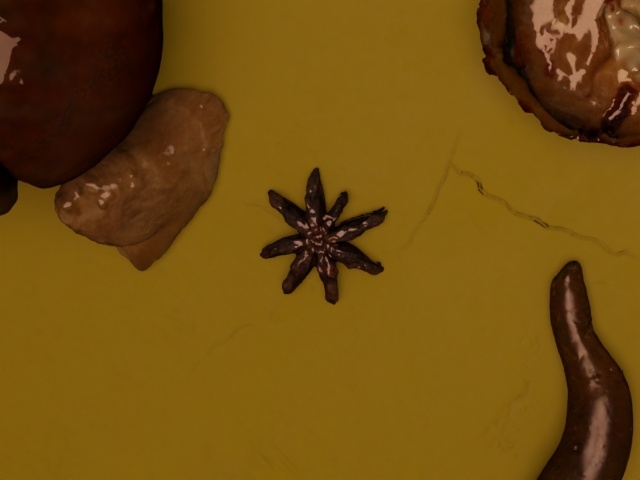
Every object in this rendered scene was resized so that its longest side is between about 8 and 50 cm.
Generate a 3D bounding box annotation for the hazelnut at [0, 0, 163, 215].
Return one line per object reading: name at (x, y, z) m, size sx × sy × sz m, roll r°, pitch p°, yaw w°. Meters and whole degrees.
hazelnut at (-0.350, -0.201, 1.325) m, size 0.409 × 0.359 × 0.359 m, roll 36°, pitch 105°, yaw 22°

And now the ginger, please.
ginger at (-0.180, -0.076, 1.440) m, size 0.115 × 0.122 × 0.193 m, roll 37°, pitch 99°, yaw 19°

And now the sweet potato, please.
sweet potato at (0.250, 0.196, 1.438) m, size 0.108 × 0.079 × 0.346 m, roll 13°, pitch 100°, yaw 19°

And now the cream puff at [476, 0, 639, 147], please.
cream puff at (0.261, -0.202, 1.318) m, size 0.240 × 0.164 × 0.240 m, roll -1°, pitch 104°, yaw -5°

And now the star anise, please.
star anise at (-0.001, 0.002, 1.459) m, size 0.141 × 0.042 × 0.141 m, roll 2°, pitch 101°, yaw 10°
